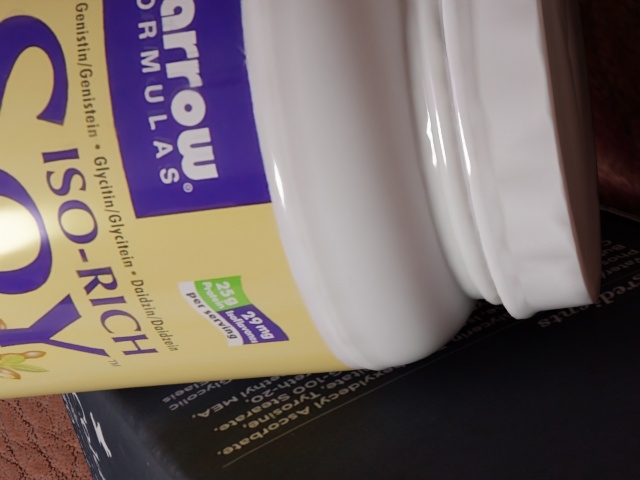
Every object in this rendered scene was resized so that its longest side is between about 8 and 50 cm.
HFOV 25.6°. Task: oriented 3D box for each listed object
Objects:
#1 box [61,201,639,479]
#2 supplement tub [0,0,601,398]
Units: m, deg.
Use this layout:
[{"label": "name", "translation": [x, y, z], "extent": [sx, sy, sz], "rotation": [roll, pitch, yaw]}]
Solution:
[{"label": "box", "translation": [0.101, 0.244, 0.742], "extent": [0.472, 0.297, 0.479], "rotation": [25, 135, 63]}, {"label": "supplement tub", "translation": [-0.061, -0.058, 0.594], "extent": [0.241, 0.331, 0.241], "rotation": [-7, -90, -74]}]
